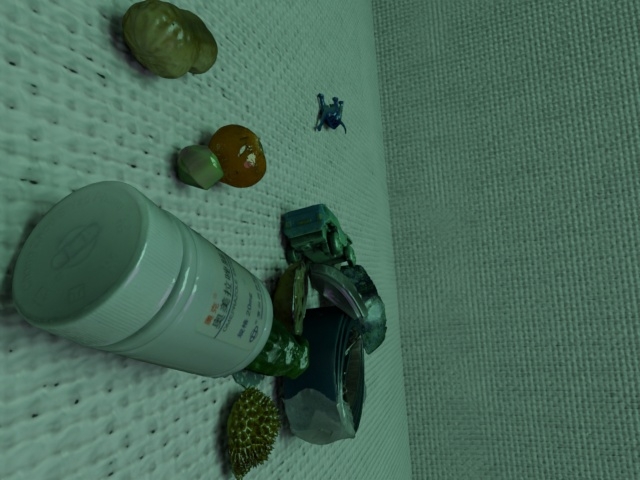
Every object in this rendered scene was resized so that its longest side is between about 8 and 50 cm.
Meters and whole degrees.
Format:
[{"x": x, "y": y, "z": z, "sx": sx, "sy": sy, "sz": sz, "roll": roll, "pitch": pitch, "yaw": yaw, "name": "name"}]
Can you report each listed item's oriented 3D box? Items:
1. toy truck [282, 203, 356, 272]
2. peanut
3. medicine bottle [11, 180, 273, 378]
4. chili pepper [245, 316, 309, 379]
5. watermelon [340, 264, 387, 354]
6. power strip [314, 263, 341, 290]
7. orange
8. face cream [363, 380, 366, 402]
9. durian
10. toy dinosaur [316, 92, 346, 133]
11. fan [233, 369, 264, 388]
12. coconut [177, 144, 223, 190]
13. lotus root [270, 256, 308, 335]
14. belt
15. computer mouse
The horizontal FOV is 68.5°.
[{"x": 0.000, "y": 0.000, "z": 1.395, "sx": 0.279, "sy": 0.155, "sz": 0.156, "roll": 40, "pitch": 39, "yaw": -65, "name": "toy truck"}, {"x": -0.251, "y": -0.342, "z": 0.820, "sx": 0.120, "sy": 0.110, "sz": 0.236, "roll": 60, "pitch": 14, "yaw": -4, "name": "peanut"}, {"x": -0.217, "y": 0.072, "z": 0.650, "sx": 0.332, "sy": 0.190, "sz": 0.189, "roll": 50, "pitch": 38, "yaw": -60, "name": "medicine bottle"}, {"x": -0.103, "y": 0.241, "z": 1.054, "sx": 0.270, "sy": 0.099, "sz": 0.136, "roll": 46, "pitch": 34, "yaw": -53, "name": "chili pepper"}, {"x": 0.135, "y": 0.223, "z": 1.625, "sx": 0.318, "sy": 0.148, "sz": 0.226, "roll": 61, "pitch": -10, "yaw": 3, "name": "watermelon"}, {"x": 0.031, "y": 0.066, "z": 1.579, "sx": 0.272, "sy": 0.078, "sz": 0.052, "roll": -73, "pitch": 151, "yaw": -49, "name": "power strip"}, {"x": -0.175, "y": -0.173, "z": 0.975, "sx": 0.135, "sy": 0.118, "sz": 0.135, "roll": 167, "pitch": -90, "yaw": -87, "name": "orange"}, {"x": 0.096, "y": 0.500, "z": 1.565, "sx": 0.117, "sy": 0.117, "sz": 0.104, "roll": -63, "pitch": 161, "yaw": -59, "name": "face cream"}, {"x": -0.136, "y": 0.398, "z": 0.942, "sx": 0.146, "sy": 0.103, "sz": 0.208, "roll": 65, "pitch": 29, "yaw": -58, "name": "durian"}, {"x": 0.048, "y": -0.490, "z": 1.818, "sx": 0.329, "sy": 0.077, "sz": 0.144, "roll": -27, "pitch": 117, "yaw": -68, "name": "toy dinosaur"}, {"x": -0.170, "y": 0.239, "z": 1.027, "sx": 0.131, "sy": 0.009, "sz": 0.240, "roll": -69, "pitch": 148, "yaw": -53, "name": "fan"}, {"x": -0.226, "y": -0.135, "z": 0.869, "sx": 0.083, "sy": 0.081, "sz": 0.082, "roll": 50, "pitch": 5, "yaw": -33, "name": "coconut"}, {"x": -0.084, "y": 0.147, "z": 1.218, "sx": 0.183, "sy": 0.078, "sz": 0.203, "roll": 69, "pitch": 25, "yaw": -69, "name": "lotus root"}, {"x": 0.026, "y": 0.361, "z": 1.319, "sx": 0.436, "sy": 0.173, "sz": 0.300, "roll": -61, "pitch": 140, "yaw": -61, "name": "belt"}, {"x": 0.060, "y": 0.134, "z": 1.319, "sx": 0.231, "sy": 0.071, "sz": 0.126, "roll": 40, "pitch": 13, "yaw": -8, "name": "computer mouse"}]
